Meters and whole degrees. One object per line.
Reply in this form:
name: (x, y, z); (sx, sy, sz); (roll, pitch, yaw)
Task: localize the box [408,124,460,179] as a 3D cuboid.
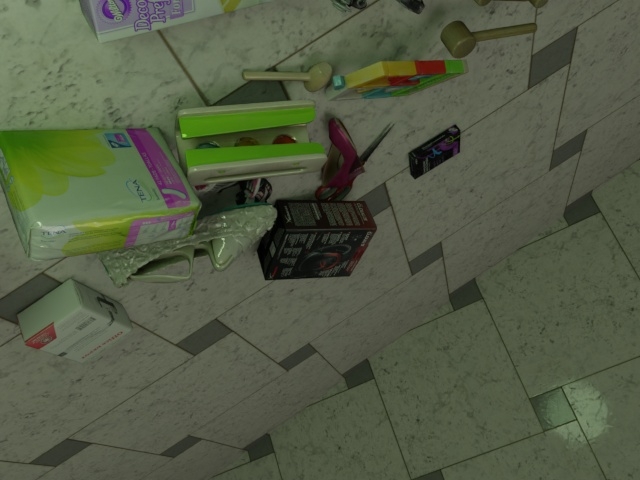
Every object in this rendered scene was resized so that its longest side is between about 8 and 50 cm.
box: (0.329, -0.252, 1.779); (0.162, 0.029, 0.116); (-31, 153, -3)

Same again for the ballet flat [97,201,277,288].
ballet flat: (-0.284, 0.023, 1.390); (0.409, 0.147, 0.147); (-13, 148, -17)

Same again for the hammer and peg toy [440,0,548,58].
hammer and peg toy: (0.381, -0.552, 1.241); (0.266, 0.127, 0.361); (-14, 150, -33)

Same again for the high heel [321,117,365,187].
high heel: (0.029, -0.205, 1.497); (0.117, 0.082, 0.244); (-25, 158, 5)

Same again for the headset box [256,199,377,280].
headset box: (0.000, 0.000, 1.678); (0.293, 0.110, 0.218); (-1, 141, -24)

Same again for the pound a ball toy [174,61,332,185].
pound a ball toy: (-0.124, -0.227, 1.225); (0.319, 0.208, 0.136); (-9, 170, -18)

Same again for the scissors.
scissors: (0.102, -0.194, 1.645); (0.297, 0.021, 0.109); (-42, 149, 15)

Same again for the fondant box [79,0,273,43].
fondant box: (-0.183, -0.434, 0.859); (0.330, 0.096, 0.238); (-21, 150, -20)

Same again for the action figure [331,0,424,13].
action figure: (0.103, -0.486, 1.083); (0.285, 0.099, 0.185); (1, 143, -43)

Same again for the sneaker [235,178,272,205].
sneaker: (-0.148, -0.128, 1.439); (0.077, 0.072, 0.178); (-25, 164, -26)

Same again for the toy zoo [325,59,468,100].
toy zoo: (0.146, -0.341, 1.319); (0.293, 0.030, 0.192); (-13, -177, -35)

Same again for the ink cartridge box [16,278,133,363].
ink cartridge box: (-0.576, 0.197, 1.468); (0.159, 0.092, 0.218); (-34, 151, 1)

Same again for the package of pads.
package of pads: (-0.379, -0.087, 1.065); (0.297, 0.229, 0.101); (-10, 145, -37)

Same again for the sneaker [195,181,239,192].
sneaker: (-0.193, -0.160, 1.333); (0.170, 0.063, 0.075); (-39, 155, 17)
